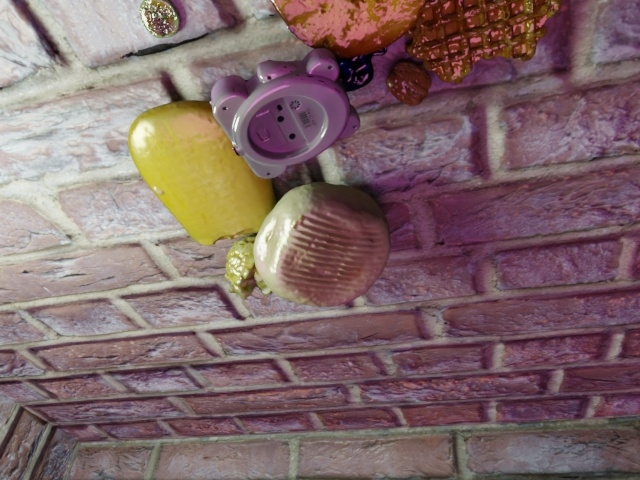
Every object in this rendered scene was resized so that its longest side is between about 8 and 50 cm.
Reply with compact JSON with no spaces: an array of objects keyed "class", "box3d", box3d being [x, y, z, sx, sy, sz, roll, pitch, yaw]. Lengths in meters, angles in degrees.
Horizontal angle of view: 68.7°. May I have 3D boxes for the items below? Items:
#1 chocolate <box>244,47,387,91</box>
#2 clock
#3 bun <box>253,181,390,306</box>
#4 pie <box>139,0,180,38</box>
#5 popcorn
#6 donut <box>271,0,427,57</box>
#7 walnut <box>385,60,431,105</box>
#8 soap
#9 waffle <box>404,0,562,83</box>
[{"class":"chocolate","box3d":[-0.021,-0.325,0.979,0.344,0.126,0.148,-20,95,14]},{"class":"clock","box3d":[-0.061,-0.244,0.912,0.248,0.090,0.227,-22,141,9]},{"class":"bun","box3d":[0.000,0.000,1.217,0.362,0.213,0.360,-10,122,-17]},{"class":"pie","box3d":[-0.321,-0.446,0.932,0.085,0.017,0.085,2,136,2]},{"class":"popcorn","box3d":[-0.179,0.071,1.359,0.188,0.167,0.185,8,129,-15]},{"class":"donut","box3d":[0.048,-0.480,0.802,0.303,0.110,0.302,2,134,2]},{"class":"walnut","box3d":[0.185,-0.327,0.973,0.096,0.082,0.078,27,104,-19]},{"class":"soap","box3d":[-0.278,-0.162,1.154,0.306,0.115,0.427,-5,141,8]},{"class":"waffle","box3d":[0.297,-0.418,0.884,0.292,0.051,0.291,2,136,1]}]
